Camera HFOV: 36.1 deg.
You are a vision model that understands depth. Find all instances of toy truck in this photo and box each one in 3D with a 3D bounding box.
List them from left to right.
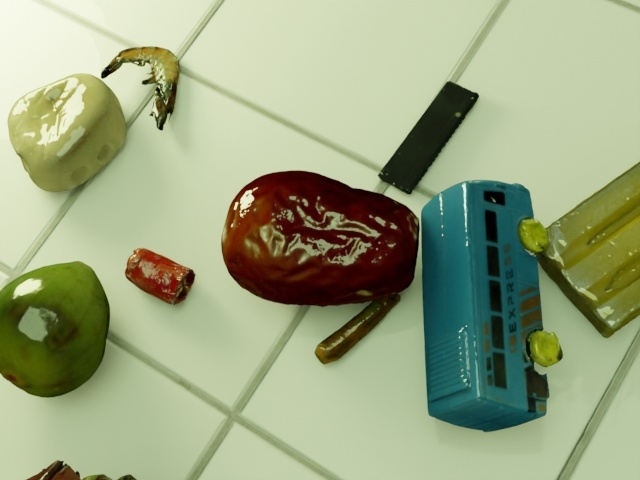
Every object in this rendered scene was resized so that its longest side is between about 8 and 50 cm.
[{"bbox_3d":[0.253,0.090,1.510,0.162,0.161,0.385,15,63,-28],"label":"toy truck"}]

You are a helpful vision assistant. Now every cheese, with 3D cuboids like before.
[{"bbox_3d":[-0.479,-0.208,1.824,0.217,0.117,0.235,13,67,17],"label":"cheese"}]

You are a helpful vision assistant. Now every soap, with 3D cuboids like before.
[{"bbox_3d":[0.520,-0.007,1.572,0.315,0.091,0.199,-36,65,-5],"label":"soap"}]

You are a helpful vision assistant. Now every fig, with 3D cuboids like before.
[{"bbox_3d":[-0.441,0.140,1.624,0.207,0.207,0.230,35,73,21],"label":"fig"}]

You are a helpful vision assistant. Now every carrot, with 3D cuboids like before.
[{"bbox_3d":[0.062,0.141,1.621,0.170,0.042,0.042,-41,67,-11],"label":"carrot"}]

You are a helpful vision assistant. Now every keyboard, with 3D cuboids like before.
[{"bbox_3d":[0.193,-0.184,1.742,0.072,0.023,0.231,29,75,27],"label":"keyboard"}]

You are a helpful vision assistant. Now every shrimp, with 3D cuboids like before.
[{"bbox_3d":[-0.344,-0.291,1.857,0.147,0.035,0.195,5,60,-9],"label":"shrimp"}]

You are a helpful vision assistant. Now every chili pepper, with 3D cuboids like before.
[{"bbox_3d":[-0.282,0.058,1.703,0.123,0.073,0.070,25,32,17],"label":"chili pepper"}]

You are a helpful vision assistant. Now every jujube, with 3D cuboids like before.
[{"bbox_3d":[0.000,0.000,1.604,0.317,0.223,0.223,6,69,9],"label":"jujube"}]

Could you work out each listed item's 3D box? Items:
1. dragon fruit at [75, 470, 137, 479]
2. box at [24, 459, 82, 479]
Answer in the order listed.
[{"bbox_3d":[-0.335,0.453,1.463,0.227,0.224,0.224,-39,63,26],"label":"dragon fruit"},{"bbox_3d":[-0.364,0.528,1.314,0.344,0.122,0.385,-31,102,27],"label":"box"}]
